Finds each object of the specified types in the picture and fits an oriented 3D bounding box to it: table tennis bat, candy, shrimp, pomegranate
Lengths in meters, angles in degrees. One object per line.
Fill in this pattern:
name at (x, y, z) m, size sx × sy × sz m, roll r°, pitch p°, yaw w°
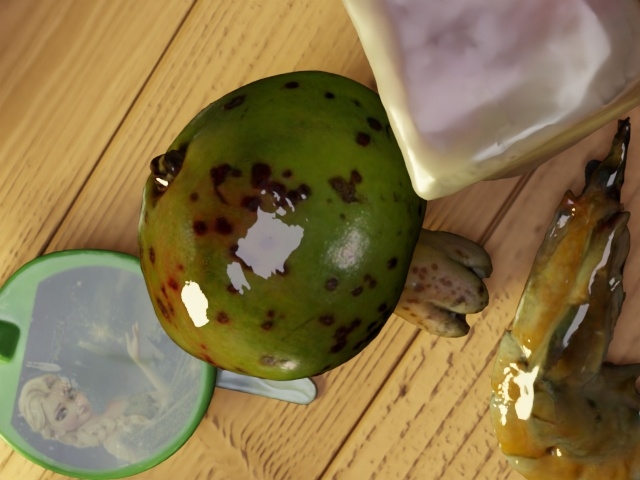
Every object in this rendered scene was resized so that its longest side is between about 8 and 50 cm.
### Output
table tennis bat at (-0.197, 0.073, 1.242) m, size 0.257 × 0.039 × 0.160 m, roll 16°, pitch 98°, yaw -3°
candy at (0.100, -0.146, 1.024) m, size 0.145 × 0.359 × 0.208 m, roll -25°, pitch 88°, yaw 13°
shrimp at (0.200, 0.056, 1.189) m, size 0.145 × 0.059 × 0.254 m, roll 22°, pitch 103°, yaw 4°
pomegranate at (0.000, 0.000, 1.163) m, size 0.248 × 0.202 × 0.202 m, roll 24°, pitch 104°, yaw -23°

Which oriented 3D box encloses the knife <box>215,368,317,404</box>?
knife at (-0.129, 0.070, 1.270) m, size 0.260 × 0.034 × 0.063 m, roll 6°, pitch 98°, yaw 4°
